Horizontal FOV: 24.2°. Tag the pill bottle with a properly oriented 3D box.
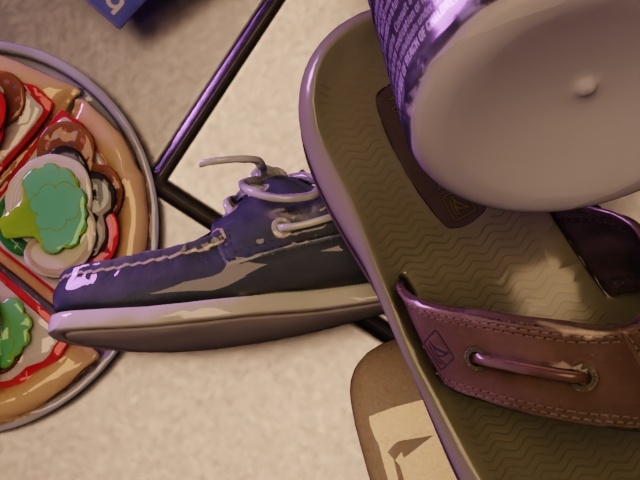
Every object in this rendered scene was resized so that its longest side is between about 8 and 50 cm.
[{"bbox_3d":[0.071,-0.142,0.574,0.130,0.130,0.245,-16,54,6],"label":"pill bottle"}]

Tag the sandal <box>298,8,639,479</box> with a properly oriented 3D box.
[{"bbox_3d":[0.085,0.028,0.575,0.120,0.086,0.302,-31,74,-14],"label":"sandal"}]

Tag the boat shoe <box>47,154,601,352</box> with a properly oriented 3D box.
[{"bbox_3d":[0.000,0.000,0.677,0.255,0.095,0.079,-10,82,6],"label":"boat shoe"}]

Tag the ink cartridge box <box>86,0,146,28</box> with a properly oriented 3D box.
[{"bbox_3d":[-0.055,-0.267,0.675,0.186,0.065,0.311,40,109,-16],"label":"ink cartridge box"}]

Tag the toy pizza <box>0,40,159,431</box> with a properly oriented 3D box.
[{"bbox_3d":[-0.180,-0.004,0.738,0.201,0.032,0.201,-1,81,9],"label":"toy pizza"}]

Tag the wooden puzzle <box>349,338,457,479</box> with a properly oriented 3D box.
[{"bbox_3d":[0.202,0.169,0.627,0.322,0.080,0.347,-16,79,7],"label":"wooden puzzle"}]
